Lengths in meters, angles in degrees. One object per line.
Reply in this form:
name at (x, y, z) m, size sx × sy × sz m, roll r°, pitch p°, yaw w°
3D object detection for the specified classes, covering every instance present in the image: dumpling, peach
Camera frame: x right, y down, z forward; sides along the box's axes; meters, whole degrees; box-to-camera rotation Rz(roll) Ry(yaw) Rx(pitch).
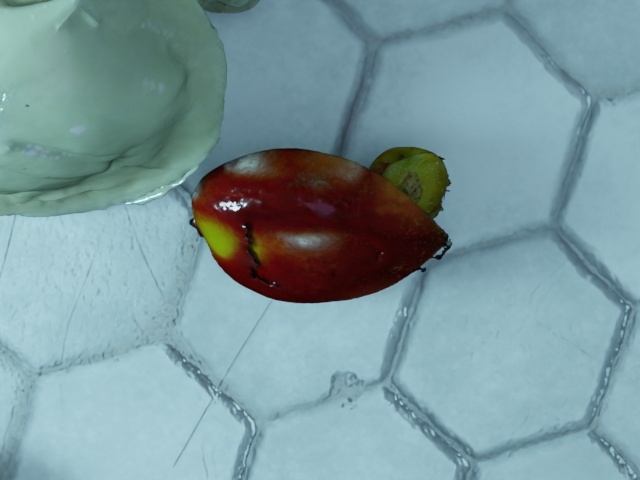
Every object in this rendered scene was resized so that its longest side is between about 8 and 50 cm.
dumpling at (-0.090, -0.263, 1.956) m, size 0.052 × 0.057 × 0.076 m, roll 33°, pitch 70°, yaw 17°
peach at (-0.002, 0.002, 1.996) m, size 0.279 × 0.068 × 0.189 m, roll 6°, pitch 127°, yaw 2°
peach at (0.088, -0.059, 2.038) m, size 0.098 × 0.061 × 0.098 m, roll -12°, pitch 121°, yaw -20°
dumpling at (-0.259, -0.123, 1.863) m, size 0.395 × 0.233 × 0.315 m, roll -29°, pitch 128°, yaw 24°
